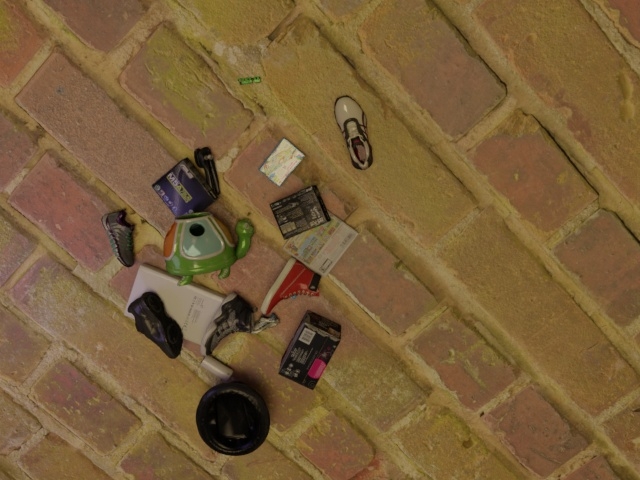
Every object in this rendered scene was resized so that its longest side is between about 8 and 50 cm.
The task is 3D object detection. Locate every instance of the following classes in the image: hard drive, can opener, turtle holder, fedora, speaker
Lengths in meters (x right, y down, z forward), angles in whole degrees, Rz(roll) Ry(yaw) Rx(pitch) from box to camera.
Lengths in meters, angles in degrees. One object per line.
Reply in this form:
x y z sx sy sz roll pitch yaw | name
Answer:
-0.587 0.262 1.823 0.352 0.047 0.233 23 104 -4 | hard drive
-0.413 -0.258 1.690 0.059 0.073 0.186 -28 109 -31 | can opener
-0.412 0.016 1.654 0.320 0.243 0.228 -5 104 4 | turtle holder
-0.350 0.711 1.873 0.333 0.152 0.334 0 104 2 | fedora
-0.433 0.529 1.880 0.136 0.055 0.055 34 103 -6 | speaker

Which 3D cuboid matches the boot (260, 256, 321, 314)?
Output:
-0.106 0.209 1.740 0.176 0.088 0.244 34 81 -2 | boot

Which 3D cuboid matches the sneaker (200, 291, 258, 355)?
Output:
-0.352 0.349 1.767 0.153 0.101 0.269 26 81 8 | sneaker

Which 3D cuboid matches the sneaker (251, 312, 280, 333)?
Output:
-0.236 0.334 1.834 0.135 0.052 0.058 -22 93 0 | sneaker

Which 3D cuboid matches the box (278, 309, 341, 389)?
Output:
-0.043 0.431 1.800 0.163 0.142 0.247 26 102 -3 | box

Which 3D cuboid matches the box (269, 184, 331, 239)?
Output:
-0.074 -0.104 1.677 0.180 0.077 0.147 -23 91 14 | box

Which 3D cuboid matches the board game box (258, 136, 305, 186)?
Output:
-0.144 -0.290 1.680 0.103 0.026 0.154 40 102 -8 | board game box

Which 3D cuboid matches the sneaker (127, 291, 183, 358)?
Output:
-0.649 0.343 1.781 0.130 0.109 0.286 -26 96 18 | sneaker

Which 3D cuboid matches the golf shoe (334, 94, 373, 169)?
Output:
0.126 -0.384 1.602 0.105 0.120 0.273 -20 101 8 | golf shoe

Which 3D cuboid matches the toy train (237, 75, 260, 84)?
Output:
-0.254 -0.572 1.618 0.083 0.017 0.024 -5 114 3 | toy train

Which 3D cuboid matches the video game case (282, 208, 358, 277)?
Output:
0.000 0.000 1.750 0.206 0.026 0.227 35 103 -7 | video game case

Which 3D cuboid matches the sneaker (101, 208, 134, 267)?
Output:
-0.754 -0.008 1.745 0.098 0.083 0.224 -20 102 2 | sneaker

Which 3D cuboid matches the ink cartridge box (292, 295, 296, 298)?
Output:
-0.133 0.197 1.801 0.083 0.028 0.048 16 103 -2 | ink cartridge box

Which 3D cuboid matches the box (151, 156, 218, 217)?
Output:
-0.507 -0.182 1.690 0.184 0.045 0.191 -30 102 26 | box
